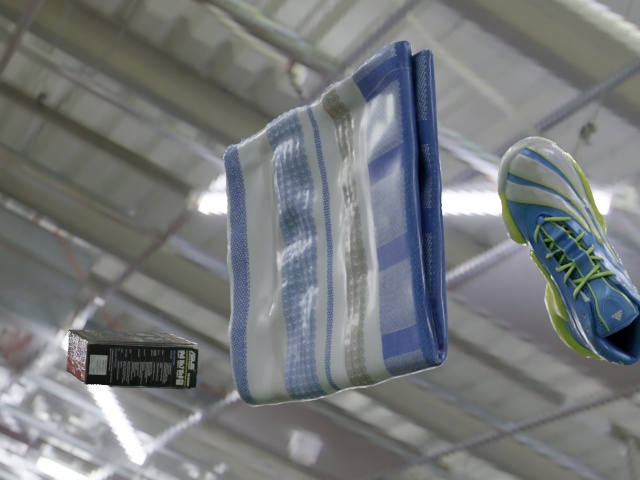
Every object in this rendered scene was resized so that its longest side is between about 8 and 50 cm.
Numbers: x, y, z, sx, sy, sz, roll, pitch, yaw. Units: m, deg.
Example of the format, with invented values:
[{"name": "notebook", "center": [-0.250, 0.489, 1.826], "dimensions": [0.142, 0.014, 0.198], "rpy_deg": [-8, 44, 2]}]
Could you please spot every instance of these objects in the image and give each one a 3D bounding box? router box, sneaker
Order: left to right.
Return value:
[{"name": "router box", "center": [-0.160, 0.099, 1.210], "dimensions": [0.092, 0.038, 0.122], "rpy_deg": [3, 0, -17]}, {"name": "sneaker", "center": [0.248, 0.016, 1.335], "dimensions": [0.240, 0.091, 0.126], "rpy_deg": [61, -9, -26]}]

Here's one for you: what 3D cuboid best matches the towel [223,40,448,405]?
[{"name": "towel", "center": [0.000, 0.000, 0.973], "dimensions": [0.034, 0.209, 0.285], "rpy_deg": [2, -11, -26]}]
